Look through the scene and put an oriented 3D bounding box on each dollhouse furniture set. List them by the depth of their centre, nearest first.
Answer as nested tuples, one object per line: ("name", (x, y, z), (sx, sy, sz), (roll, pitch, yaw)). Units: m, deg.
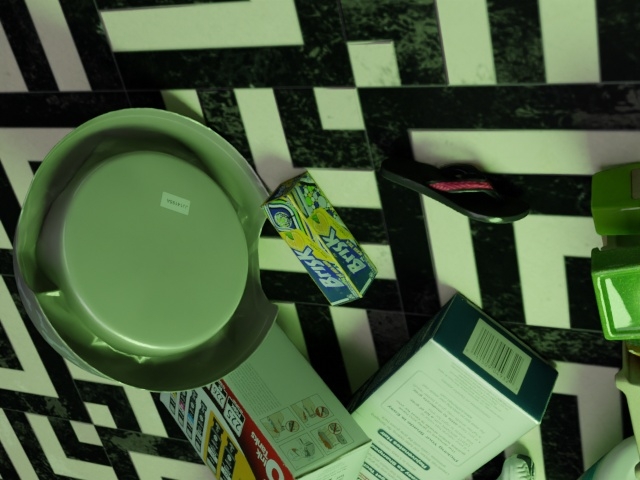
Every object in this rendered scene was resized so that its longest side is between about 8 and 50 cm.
("dollhouse furniture set", (0.386, 0.086, 1.023), (0.151, 0.197, 0.301), (-8, 120, 21))

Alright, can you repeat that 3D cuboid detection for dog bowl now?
("dog bowl", (-0.214, 0.017, 1.202), (0.349, 0.349, 0.102), (51, 144, -14))

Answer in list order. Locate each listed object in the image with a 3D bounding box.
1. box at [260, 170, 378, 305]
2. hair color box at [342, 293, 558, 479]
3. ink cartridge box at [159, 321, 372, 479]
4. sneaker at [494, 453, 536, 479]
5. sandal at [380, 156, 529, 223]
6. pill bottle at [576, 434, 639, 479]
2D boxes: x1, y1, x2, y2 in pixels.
("box", (0.000, 0.000, 1.249), (0.054, 0.059, 0.169), (-22, 112, 41))
("hair color box", (0.143, 0.239, 1.323), (0.174, 0.105, 0.347), (39, 133, 0))
("ink cartridge box", (-0.093, 0.271, 1.372), (0.309, 0.130, 0.272), (48, 142, 32))
("sneaker", (0.226, 0.386, 1.398), (0.153, 0.094, 0.235), (6, 137, 15))
("sandal", (0.154, -0.066, 1.114), (0.179, 0.067, 0.040), (23, 121, 15))
("pill bottle", (0.387, 0.334, 1.199), (0.146, 0.146, 0.264), (23, 159, 12))
